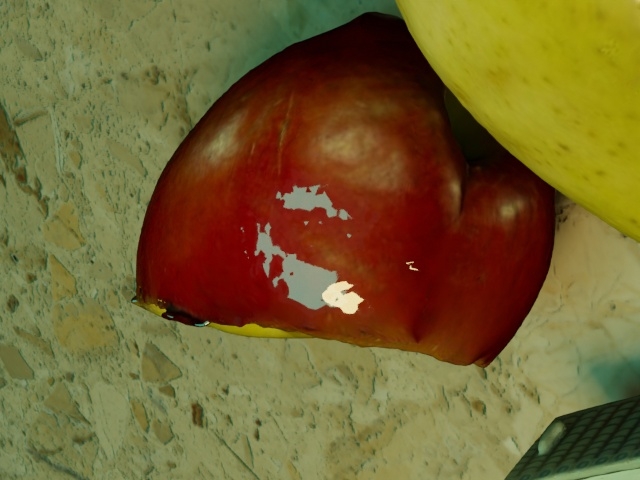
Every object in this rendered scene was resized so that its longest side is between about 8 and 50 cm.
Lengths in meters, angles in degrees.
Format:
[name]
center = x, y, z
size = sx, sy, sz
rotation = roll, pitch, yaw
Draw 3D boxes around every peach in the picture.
[peach]
center = 0.000, 0.000, 0.996
size = 0.338, 0.281, 0.281
rotation = -38, 82, 34

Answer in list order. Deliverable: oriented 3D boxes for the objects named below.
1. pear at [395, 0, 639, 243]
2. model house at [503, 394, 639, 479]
[pear]
center = 0.200, -0.184, 0.654
size = 0.362, 0.362, 0.418
rotation = -44, 61, 47
[model house]
center = 0.266, 0.198, 0.895
size = 0.224, 0.198, 0.215
rotation = -26, 78, 49
